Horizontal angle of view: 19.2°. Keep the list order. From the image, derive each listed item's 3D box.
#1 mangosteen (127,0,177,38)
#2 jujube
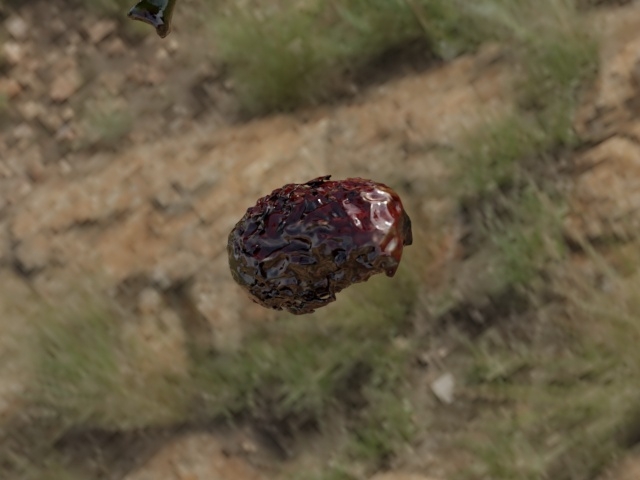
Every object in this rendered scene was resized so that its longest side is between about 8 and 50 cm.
[{"bbox_3d":[-0.126,-0.294,1.595,0.211,0.249,0.211,3,16,-1],"label":"mangosteen"},{"bbox_3d":[-0.002,-0.004,1.464,0.166,0.104,0.104,-21,43,36],"label":"jujube"}]
